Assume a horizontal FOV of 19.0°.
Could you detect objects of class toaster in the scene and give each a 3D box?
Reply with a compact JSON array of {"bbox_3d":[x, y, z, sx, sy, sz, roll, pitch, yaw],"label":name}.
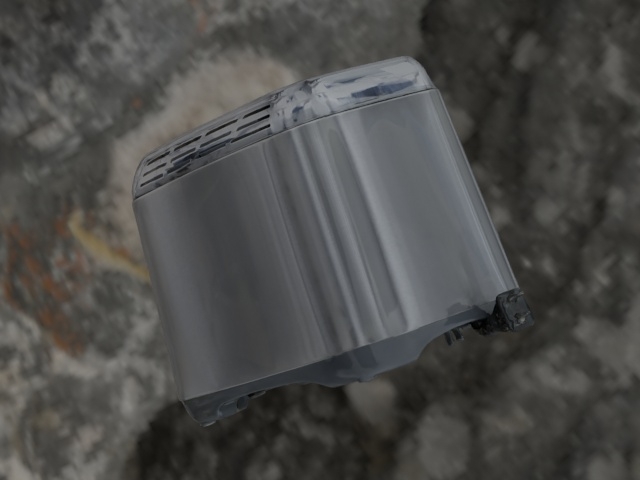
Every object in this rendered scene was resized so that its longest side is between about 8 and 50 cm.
[{"bbox_3d":[0.000,0.000,0.974,0.129,0.227,0.146,-18,89,-38],"label":"toaster"}]
